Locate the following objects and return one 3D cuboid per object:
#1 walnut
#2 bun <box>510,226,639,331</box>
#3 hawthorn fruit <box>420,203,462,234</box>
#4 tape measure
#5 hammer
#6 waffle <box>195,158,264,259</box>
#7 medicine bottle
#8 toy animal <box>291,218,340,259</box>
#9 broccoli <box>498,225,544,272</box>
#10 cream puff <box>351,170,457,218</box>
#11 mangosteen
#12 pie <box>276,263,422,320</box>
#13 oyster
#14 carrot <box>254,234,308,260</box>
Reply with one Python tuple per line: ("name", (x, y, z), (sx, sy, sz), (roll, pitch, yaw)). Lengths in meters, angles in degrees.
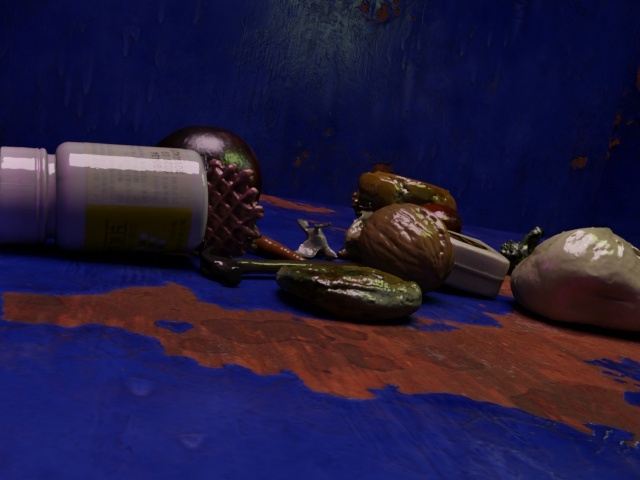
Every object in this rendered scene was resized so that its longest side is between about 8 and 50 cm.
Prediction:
("walnut", (0.185, 0.024, 1.532), (0.213, 0.214, 0.213), (10, 7, -1))
("bun", (0.596, 0.073, 1.587), (0.360, 0.213, 0.361), (7, 6, -1))
("hawthorn fruit", (0.298, -0.012, 2.024), (0.202, 0.185, 0.185), (-5, 1, 21))
("tape measure", (0.309, 0.044, 1.752), (0.231, 0.133, 0.271), (18, 12, -9))
("hammer", (-0.050, 0.061, 1.503), (0.439, 0.044, 0.168), (5, 10, -38))
("waffle", (-0.219, -0.064, 1.541), (0.234, 0.221, 0.055), (5, 11, 30))
("medicine bottle", (-0.418, -0.082, 1.398), (0.378, 0.214, 0.213), (1, 10, -22))
("toy animal", (0.000, 0.000, 1.832), (0.155, 0.095, 0.219), (9, 7, 27))
("broccoli", (0.621, 0.032, 2.168), (0.167, 0.160, 0.155), (19, 33, -11))
("cream puff", (0.253, -0.079, 2.230), (0.327, 0.231, 0.342), (23, 8, 40))
("mangosteen", (-0.286, -0.106, 1.751), (0.305, 0.360, 0.306), (-16, -15, -4))
("pie", (0.050, 0.083, 1.324), (0.276, 0.079, 0.277), (12, 7, -1))
("oyster", (0.137, -0.011, 1.749), (0.133, 0.197, 0.337), (58, 17, 15))
("carrot", (-0.090, 0.031, 1.688), (0.216, 0.048, 0.048), (22, 14, 37))
